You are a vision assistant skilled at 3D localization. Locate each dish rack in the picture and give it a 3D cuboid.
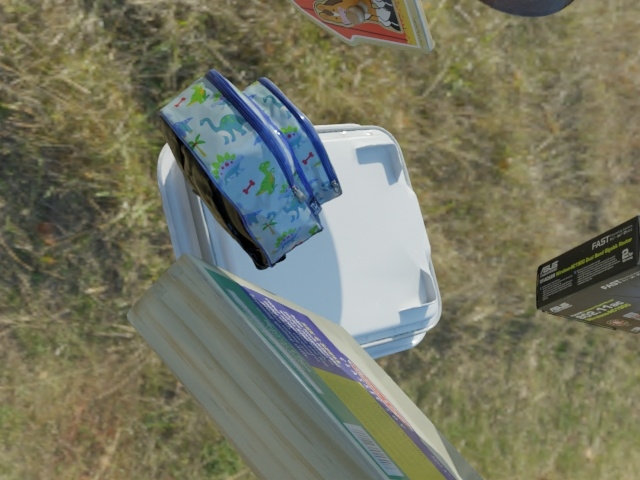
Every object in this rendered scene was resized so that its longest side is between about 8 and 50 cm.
[{"bbox_3d":[0.000,0.000,1.048,0.333,0.072,0.285,-9,81,-40],"label":"dish rack"}]

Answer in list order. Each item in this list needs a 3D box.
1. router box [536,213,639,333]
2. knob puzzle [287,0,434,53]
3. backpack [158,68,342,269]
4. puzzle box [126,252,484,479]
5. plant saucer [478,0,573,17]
[{"bbox_3d":[0.226,0.028,0.676,0.092,0.122,0.038,15,66,-17],"label":"router box"},{"bbox_3d":[-0.001,-0.250,0.877,0.030,0.213,0.213,-52,135,-22],"label":"knob puzzle"},{"bbox_3d":[-0.045,-0.054,0.603,0.084,0.105,0.114,-39,149,-4],"label":"backpack"},{"bbox_3d":[0.082,0.185,0.549,0.052,0.409,0.272,-46,155,4],"label":"puzzle box"},{"bbox_3d":[0.205,-0.330,0.993,0.199,0.036,0.198,6,70,-18],"label":"plant saucer"}]
